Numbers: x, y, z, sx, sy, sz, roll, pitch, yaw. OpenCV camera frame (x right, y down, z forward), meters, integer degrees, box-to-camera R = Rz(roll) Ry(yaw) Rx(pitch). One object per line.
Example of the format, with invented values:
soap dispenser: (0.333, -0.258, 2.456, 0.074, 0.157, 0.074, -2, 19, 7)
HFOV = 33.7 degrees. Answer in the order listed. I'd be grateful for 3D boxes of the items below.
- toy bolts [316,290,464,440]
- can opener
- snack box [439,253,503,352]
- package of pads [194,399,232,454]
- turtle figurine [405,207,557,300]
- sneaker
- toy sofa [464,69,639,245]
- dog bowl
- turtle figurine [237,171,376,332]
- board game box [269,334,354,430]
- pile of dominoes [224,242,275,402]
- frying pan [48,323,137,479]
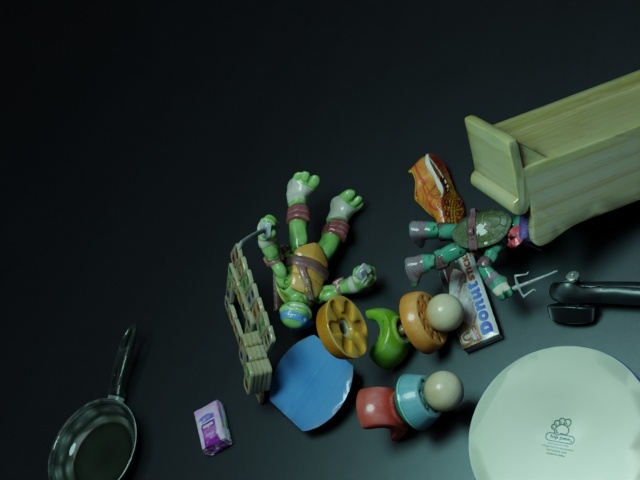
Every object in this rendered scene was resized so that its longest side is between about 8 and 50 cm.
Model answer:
toy bolts: (0.124, 0.170, 1.592, 0.158, 0.218, 0.229, -26, 57, 33)
can opener: (0.427, 0.080, 1.561, 0.186, 0.073, 0.059, -6, 20, 26)
snack box: (0.236, 0.091, 1.688, 0.064, 0.022, 0.178, -26, 51, 16)
package of pads: (-0.184, 0.320, 1.805, 0.050, 0.032, 0.083, -32, 49, 15)
turtle figurine: (0.252, 0.004, 1.644, 0.234, 0.118, 0.175, -7, 33, 24)
sneaker: (0.198, -0.069, 1.802, 0.067, 0.064, 0.175, -44, 40, 31)
toy sofa: (0.412, -0.144, 1.582, 0.362, 0.177, 0.150, -21, 27, -10)
dog bowl: (0.341, 0.282, 1.444, 0.264, 0.104, 0.265, -16, 54, 23)
turtle figurine: (0.000, 0.000, 1.771, 0.197, 0.275, 0.266, 2, 53, 11)
board game box: (-0.009, 0.240, 1.746, 0.133, 0.033, 0.168, -54, 43, -2)
pile of dominoes: (-0.136, 0.138, 1.792, 0.040, 0.196, 0.251, -9, 47, -18)
frying pan: (-0.408, 0.328, 1.932, 0.197, 0.053, 0.326, -21, 50, 20)
